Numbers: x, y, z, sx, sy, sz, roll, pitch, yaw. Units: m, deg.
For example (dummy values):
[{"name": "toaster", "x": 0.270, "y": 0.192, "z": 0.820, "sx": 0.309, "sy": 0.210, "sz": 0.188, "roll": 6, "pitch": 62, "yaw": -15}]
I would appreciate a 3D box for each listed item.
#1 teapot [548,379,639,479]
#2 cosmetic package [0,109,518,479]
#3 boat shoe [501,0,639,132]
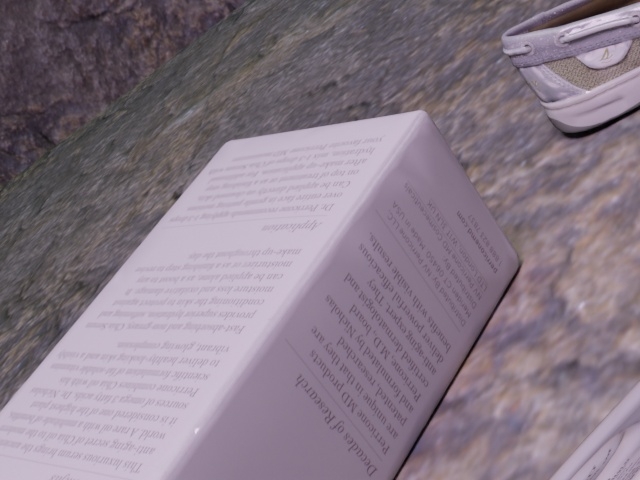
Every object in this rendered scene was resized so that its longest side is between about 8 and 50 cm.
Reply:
[{"name": "teapot", "x": 0.152, "y": 0.147, "z": 0.390, "sx": 0.256, "sy": 0.187, "sz": 0.252, "roll": -54, "pitch": -11, "yaw": 20}, {"name": "cosmetic package", "x": -0.074, "y": 0.121, "z": 0.828, "sx": 0.230, "sy": 0.161, "sz": 0.453, "roll": -3, "pitch": 42, "yaw": 47}, {"name": "boat shoe", "x": 0.301, "y": -0.208, "z": 0.949, "sx": 0.320, "sy": 0.103, "sz": 0.118, "roll": -31, "pitch": 22, "yaw": 25}]
